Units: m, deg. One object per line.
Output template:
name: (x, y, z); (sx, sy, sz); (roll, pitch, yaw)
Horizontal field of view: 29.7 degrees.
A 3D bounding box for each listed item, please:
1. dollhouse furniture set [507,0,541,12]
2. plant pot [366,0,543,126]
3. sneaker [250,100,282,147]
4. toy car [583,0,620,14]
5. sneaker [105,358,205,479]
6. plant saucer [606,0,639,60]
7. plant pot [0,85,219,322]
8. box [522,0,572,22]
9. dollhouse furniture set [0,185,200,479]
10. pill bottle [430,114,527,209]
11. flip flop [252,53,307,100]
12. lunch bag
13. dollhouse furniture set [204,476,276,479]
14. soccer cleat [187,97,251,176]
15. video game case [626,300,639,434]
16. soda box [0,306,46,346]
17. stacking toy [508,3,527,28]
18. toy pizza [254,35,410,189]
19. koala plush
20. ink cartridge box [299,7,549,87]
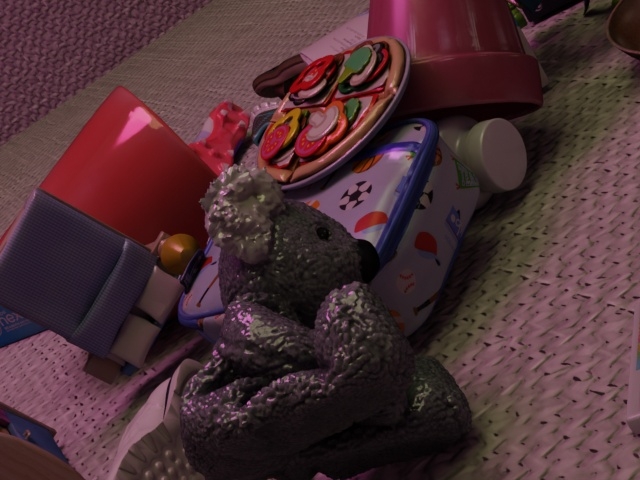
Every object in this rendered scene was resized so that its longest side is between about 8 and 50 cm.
dollhouse furniture set: (0.264, -0.365, 1.486); (0.129, 0.184, 0.129); (40, 99, 37)
plant pot: (0.131, -0.218, 1.309); (0.201, 0.180, 0.201); (-7, -3, 0)
sneaker: (-0.040, -0.185, 1.842); (0.166, 0.065, 0.076); (-22, 39, 34)
toy car: (0.384, -0.342, 1.517); (0.155, 0.149, 0.188); (-48, -2, -7)
sneaker: (-0.149, 0.206, 1.077); (0.095, 0.090, 0.235); (-37, 13, 27)
plant saucer: (0.460, -0.266, 1.285); (0.311, 0.050, 0.310); (-27, 23, 12)
plant pot: (-0.234, -0.009, 1.446); (0.243, 0.275, 0.275); (-44, 22, -6)
box: (0.389, -0.490, 1.719); (0.294, 0.182, 0.296); (-25, 23, 21)
dollhouse furniture set: (-0.287, 0.075, 1.194); (0.303, 0.286, 0.198); (-60, 25, -5)
pill bottle: (0.121, -0.075, 1.273); (0.184, 0.103, 0.103); (-11, 29, 46)
flip flop: (-0.028, -0.254, 1.916); (0.112, 0.080, 0.277); (-31, 8, -18)
lunch bag: (0.000, 0.000, 1.190); (0.303, 0.115, 0.243); (-11, 45, 44)
dollhouse furniture set: (-0.043, 0.227, 0.958); (0.081, 0.091, 0.114); (2, 36, -23)
soccer cleat: (-0.177, -0.129, 1.891); (0.095, 0.083, 0.248); (-54, 8, 40)
video game case: (0.290, 0.064, 0.834); (0.157, 0.019, 0.143); (-22, 22, 28)
soda box: (-0.430, 0.095, 1.727); (0.210, 0.071, 0.067); (-21, 23, 28)
stacking toy: (0.191, -0.273, 1.687); (0.167, 0.052, 0.221); (-33, 17, 3)
toy pizza: (0.004, -0.134, 1.207); (0.201, 0.032, 0.201); (-33, 31, 23)
koala plush: (-0.022, 0.059, 0.925); (0.203, 0.196, 0.221); (-22, 59, 15)
ink cartridge box: (0.121, -0.212, 1.488); (0.233, 0.171, 0.168); (-32, 19, 0)
